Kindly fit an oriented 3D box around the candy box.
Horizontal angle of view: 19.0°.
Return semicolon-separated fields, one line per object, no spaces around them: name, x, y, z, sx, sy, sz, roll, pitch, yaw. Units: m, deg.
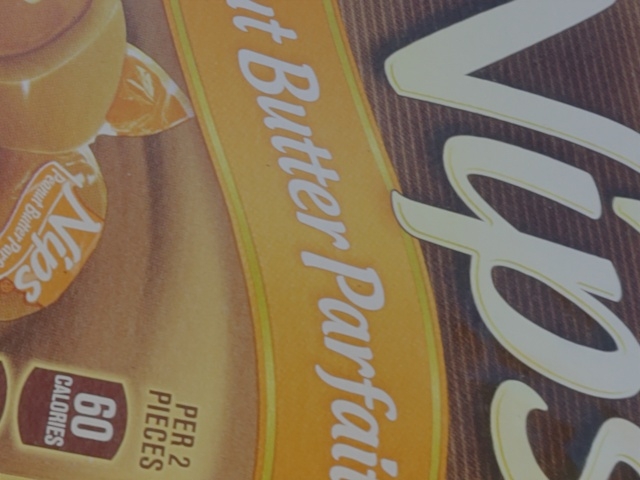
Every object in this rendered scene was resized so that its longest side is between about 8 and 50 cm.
candy box;0.000;0.000;0.474;0.316;0.183;0.087;12;-29;-14
